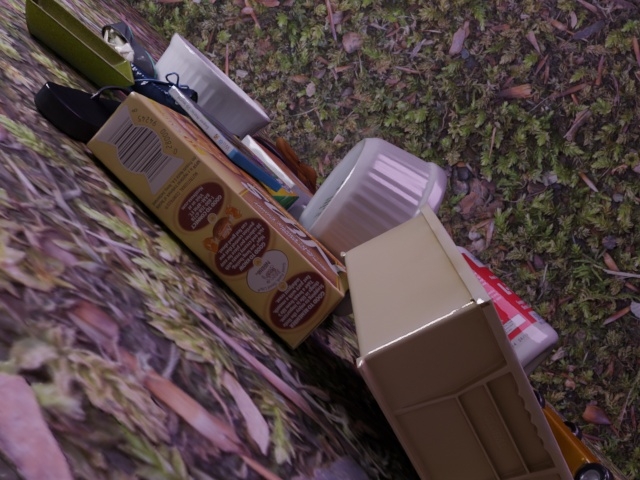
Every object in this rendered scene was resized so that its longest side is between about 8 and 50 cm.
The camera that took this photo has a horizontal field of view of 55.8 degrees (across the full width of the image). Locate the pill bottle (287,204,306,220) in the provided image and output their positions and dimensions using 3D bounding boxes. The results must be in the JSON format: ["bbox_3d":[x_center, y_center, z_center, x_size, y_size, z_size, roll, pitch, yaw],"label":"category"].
[{"bbox_3d":[0.000,0.000,1.128,0.160,0.087,0.087,36,10,-43],"label":"pill bottle"}]

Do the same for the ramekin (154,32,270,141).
[{"bbox_3d":[-0.256,-0.314,1.352,0.277,0.135,0.277,42,8,-7],"label":"ramekin"}]

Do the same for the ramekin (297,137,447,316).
[{"bbox_3d":[0.054,-0.032,0.904,0.127,0.272,0.273,36,8,-9],"label":"ramekin"}]

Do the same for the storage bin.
[{"bbox_3d":[0.135,0.134,0.636,0.260,0.123,0.262,61,8,-19],"label":"storage bin"}]

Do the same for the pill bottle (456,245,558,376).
[{"bbox_3d":[0.333,0.162,1.437,0.407,0.229,0.229,47,8,27],"label":"pill bottle"}]

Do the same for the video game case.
[{"bbox_3d":[-0.130,-0.139,0.832,0.166,0.015,0.119,46,6,30],"label":"video game case"}]

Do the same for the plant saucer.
[{"bbox_3d":[-0.396,-0.320,0.983,0.188,0.045,0.188,39,9,-31],"label":"plant saucer"}]

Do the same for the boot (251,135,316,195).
[{"bbox_3d":[-0.085,-0.191,1.448,0.264,0.096,0.280,41,23,-25],"label":"boot"}]

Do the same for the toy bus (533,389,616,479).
[{"bbox_3d":[0.342,0.344,0.840,0.108,0.130,0.332,40,8,-17],"label":"toy bus"}]

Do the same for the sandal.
[{"bbox_3d":[-0.258,-0.158,0.763,0.097,0.054,0.254,43,7,-4],"label":"sandal"}]

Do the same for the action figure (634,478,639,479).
[{"bbox_3d":[0.292,0.317,0.649,0.285,0.185,0.099,28,-40,58],"label":"action figure"}]

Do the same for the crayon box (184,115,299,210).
[{"bbox_3d":[-0.137,-0.098,0.966,0.165,0.081,0.278,44,7,2],"label":"crayon box"}]

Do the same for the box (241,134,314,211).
[{"bbox_3d":[-0.096,-0.106,1.198,0.170,0.091,0.130,48,9,30],"label":"box"}]

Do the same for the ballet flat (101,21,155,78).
[{"bbox_3d":[-0.415,-0.398,1.279,0.203,0.074,0.074,55,12,32],"label":"ballet flat"}]

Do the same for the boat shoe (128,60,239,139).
[{"bbox_3d":[-0.260,-0.249,1.139,0.258,0.089,0.109,42,7,-8],"label":"boat shoe"}]

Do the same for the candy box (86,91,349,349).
[{"bbox_3d":[-0.102,-0.025,0.719,0.316,0.087,0.183,45,7,4],"label":"candy box"}]
